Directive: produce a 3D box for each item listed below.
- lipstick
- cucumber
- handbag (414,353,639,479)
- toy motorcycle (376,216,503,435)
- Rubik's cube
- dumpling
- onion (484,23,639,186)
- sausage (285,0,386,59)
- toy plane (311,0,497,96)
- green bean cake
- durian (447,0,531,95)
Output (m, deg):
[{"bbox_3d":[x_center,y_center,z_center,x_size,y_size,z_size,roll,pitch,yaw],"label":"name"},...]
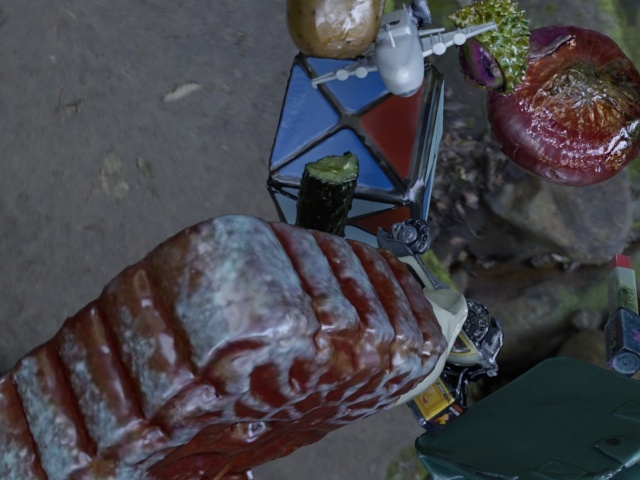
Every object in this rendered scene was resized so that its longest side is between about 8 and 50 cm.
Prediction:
[{"bbox_3d":[0.516,0.109,1.651,0.051,0.312,0.051,27,125,-4],"label":"lipstick"},{"bbox_3d":[0.000,0.000,1.341,0.081,0.072,0.303,-23,146,-24],"label":"cucumber"},{"bbox_3d":[0.290,0.247,1.171,0.326,0.238,0.089,-18,108,-38],"label":"handbag"},{"bbox_3d":[0.120,0.090,1.196,0.157,0.263,0.091,-38,145,7],"label":"toy motorcycle"},{"bbox_3d":[0.065,-0.138,1.579,0.248,0.250,0.247,9,70,10],"label":"Rubik's cube"},{"bbox_3d":[0.054,0.104,1.046,0.250,0.162,0.132,-30,134,-44],"label":"dumpling"},{"bbox_3d":[0.487,-0.257,1.966,0.347,0.285,0.348,4,67,-10],"label":"onion"},{"bbox_3d":[0.045,-0.434,1.207,0.123,0.136,0.501,5,61,8],"label":"sausage"},{"bbox_3d":[0.096,-0.240,1.207,0.251,0.255,0.101,-16,106,11],"label":"toy plane"},{"bbox_3d":[-0.065,0.087,0.567,0.232,0.097,0.198,-36,154,20],"label":"green bean cake"},{"bbox_3d":[0.264,-0.265,1.374,0.119,0.108,0.187,-33,151,0],"label":"durian"}]
